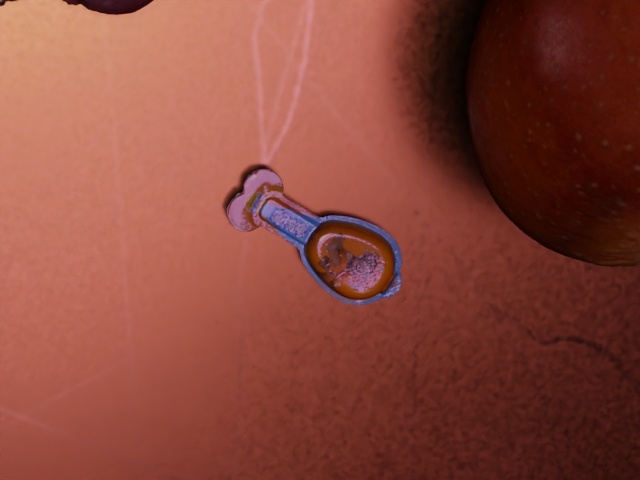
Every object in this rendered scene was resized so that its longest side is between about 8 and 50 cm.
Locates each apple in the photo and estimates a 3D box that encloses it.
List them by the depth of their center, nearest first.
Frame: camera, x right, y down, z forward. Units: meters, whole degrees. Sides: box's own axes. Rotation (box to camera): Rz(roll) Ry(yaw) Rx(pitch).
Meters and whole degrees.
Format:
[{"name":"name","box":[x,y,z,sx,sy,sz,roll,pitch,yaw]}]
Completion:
[{"name":"apple","box":[0.187,-0.093,0.746,0.235,0.210,0.173,-19,78,-16]}]

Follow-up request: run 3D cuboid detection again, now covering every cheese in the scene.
[{"name":"cheese","box":[0.000,0.000,0.820,0.111,0.017,0.047,31,92,-16]}]

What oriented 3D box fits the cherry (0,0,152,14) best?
[{"name":"cherry","box":[-0.117,-0.171,0.720,0.106,0.087,0.126,-1,106,-16]}]
